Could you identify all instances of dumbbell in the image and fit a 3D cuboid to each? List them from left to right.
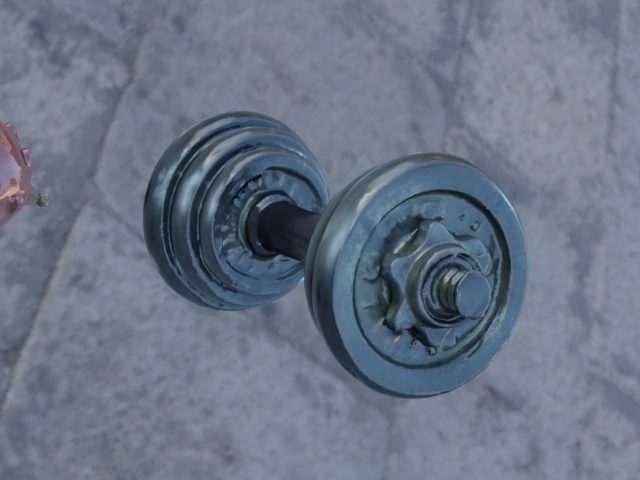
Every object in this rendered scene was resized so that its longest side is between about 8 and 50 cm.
[{"bbox_3d":[0.000,0.000,1.163,0.179,0.406,0.179,-7,105,-30],"label":"dumbbell"}]

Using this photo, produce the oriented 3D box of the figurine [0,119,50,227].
[{"bbox_3d":[-0.405,-0.090,1.539,0.387,0.207,0.166,13,70,-51],"label":"figurine"}]
